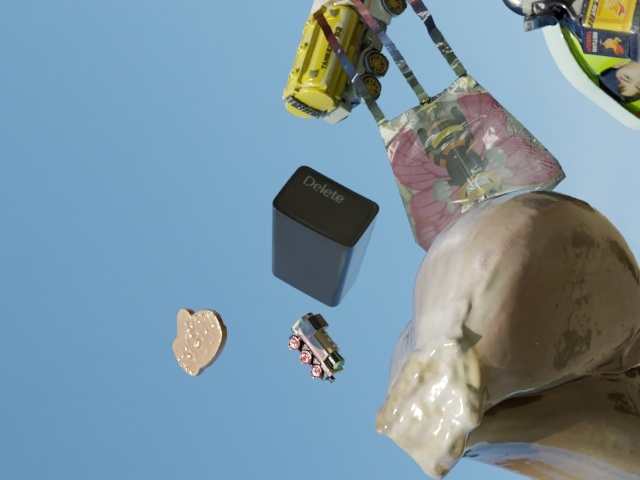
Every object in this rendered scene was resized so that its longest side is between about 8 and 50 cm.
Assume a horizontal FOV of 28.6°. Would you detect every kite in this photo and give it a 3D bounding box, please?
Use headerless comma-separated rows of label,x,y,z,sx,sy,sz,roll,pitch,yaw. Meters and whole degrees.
kite,0.140,-0.160,1.545,0.360,0.204,0.022,59,-177,-8

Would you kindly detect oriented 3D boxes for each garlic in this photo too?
garlic,0.217,0.093,1.059,0.340,0.231,0.246,21,-163,-18

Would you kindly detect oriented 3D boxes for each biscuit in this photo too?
biscuit,-0.225,0.175,2.302,0.023,0.140,0.118,-8,-118,-50

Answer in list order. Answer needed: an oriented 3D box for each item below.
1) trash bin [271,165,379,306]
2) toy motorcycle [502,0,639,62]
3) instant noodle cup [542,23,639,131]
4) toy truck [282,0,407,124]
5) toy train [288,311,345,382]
trash bin,0.000,0.000,2.248,0.165,0.225,0.115,28,-121,12
toy motorcycle,0.252,-0.301,1.169,0.091,0.157,0.263,60,-136,-66
instant noodle cup,0.471,-0.317,1.521,0.294,0.308,0.293,17,-118,-35
toy truck,0.028,-0.259,1.670,0.114,0.098,0.227,29,-118,-23
toy train,-0.003,0.212,2.465,0.050,0.087,0.138,-15,-119,-51
